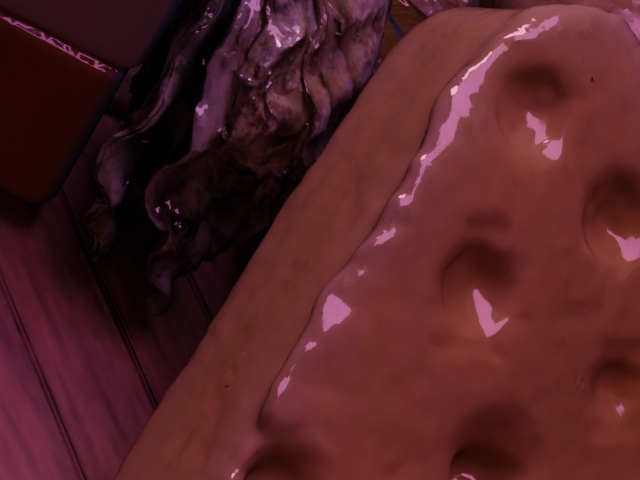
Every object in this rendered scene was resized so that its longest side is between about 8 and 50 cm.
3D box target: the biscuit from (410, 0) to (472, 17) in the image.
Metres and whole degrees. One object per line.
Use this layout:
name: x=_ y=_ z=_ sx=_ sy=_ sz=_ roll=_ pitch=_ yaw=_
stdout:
biscuit: x=0.045 y=-0.159 z=1.238 sx=0.290 sy=0.038 sz=0.141 roll=-9 pitch=60 yaw=-48

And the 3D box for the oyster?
oyster: x=-0.035 y=-0.091 z=0.912 sx=0.112 sy=0.267 sz=0.198 roll=30 pitch=28 yaw=-13

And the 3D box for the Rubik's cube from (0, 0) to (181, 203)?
Rubik's cube: x=-0.188 y=-0.297 z=0.903 sx=0.347 sy=0.344 sz=0.346 roll=26 pitch=41 yaw=-11

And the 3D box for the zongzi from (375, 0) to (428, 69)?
zongzi: x=0.000 y=0.000 z=0.957 sx=0.300 sy=0.138 sz=0.286 roll=-19 pitch=72 yaw=-41

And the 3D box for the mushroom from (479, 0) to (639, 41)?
mushroom: x=0.207 y=-0.097 z=0.980 sx=0.254 sy=0.195 sz=0.189 roll=26 pitch=73 yaw=-26

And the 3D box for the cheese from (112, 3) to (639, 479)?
cheese: x=0.080 y=0.054 z=0.840 sx=0.384 sy=0.104 sz=0.384 roll=-3 pitch=95 yaw=-35

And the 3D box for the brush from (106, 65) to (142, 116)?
brush: x=-0.048 y=-0.069 z=1.080 sx=0.336 sy=0.020 sz=0.085 roll=20 pitch=41 yaw=-25

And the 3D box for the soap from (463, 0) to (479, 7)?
soap: x=0.191 y=-0.091 z=1.191 sx=0.199 sy=0.138 sz=0.182 roll=-10 pitch=75 yaw=-46
